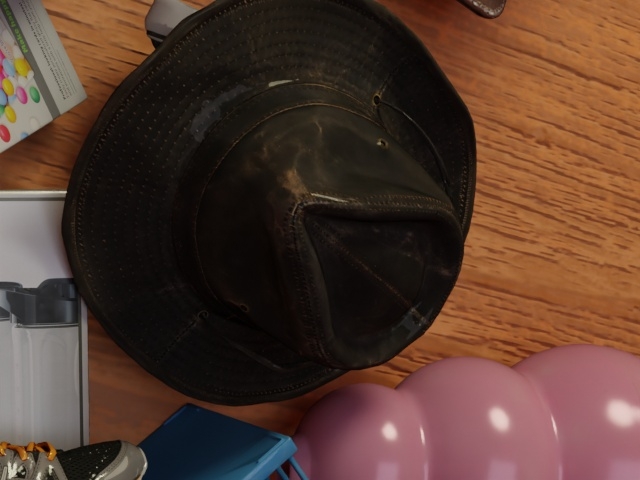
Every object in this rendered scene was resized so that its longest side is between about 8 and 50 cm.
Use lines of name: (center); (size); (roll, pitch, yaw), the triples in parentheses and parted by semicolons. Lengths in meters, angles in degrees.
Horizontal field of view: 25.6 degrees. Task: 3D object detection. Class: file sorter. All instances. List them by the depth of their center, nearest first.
file sorter: (-0.076, 0.200, 0.982); (0.118, 0.170, 0.104); (-40, 109, -21)

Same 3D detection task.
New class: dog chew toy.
dog chew toy: (0.129, 0.178, 1.075); (0.332, 0.206, 0.206); (4, 88, -19)

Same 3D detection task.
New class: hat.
hat: (0.000, 0.000, 0.941); (0.331, 0.134, 0.331); (-14, 122, -24)

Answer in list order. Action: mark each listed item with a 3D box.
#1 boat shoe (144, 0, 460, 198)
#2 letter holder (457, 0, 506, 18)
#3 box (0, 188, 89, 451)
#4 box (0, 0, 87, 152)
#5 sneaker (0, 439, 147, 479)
boat shoe: (-0.021, -0.064, 1.049); (0.306, 0.113, 0.105); (35, 88, -36)
letter holder: (0.091, -0.341, 1.043); (0.302, 0.152, 0.214); (37, 52, -22)
box: (-0.247, 0.109, 0.942); (0.169, 0.087, 0.289); (0, 89, -27)
box: (-0.235, -0.127, 0.913); (0.145, 0.038, 0.186); (66, 25, -13)
sneaker: (-0.211, 0.152, 0.867); (0.215, 0.084, 0.083); (-12, 90, -26)
